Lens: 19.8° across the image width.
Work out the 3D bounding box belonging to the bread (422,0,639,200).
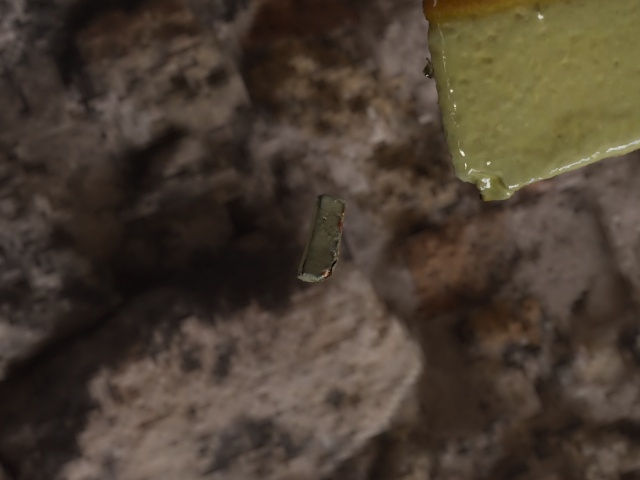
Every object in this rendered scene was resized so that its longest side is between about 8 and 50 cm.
[{"bbox_3d":[0.113,-0.180,1.143,0.198,0.263,0.236,-13,-163,-13],"label":"bread"}]

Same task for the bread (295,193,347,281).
[{"bbox_3d":[0.000,0.000,1.480,0.028,0.068,0.153,13,177,-3],"label":"bread"}]
